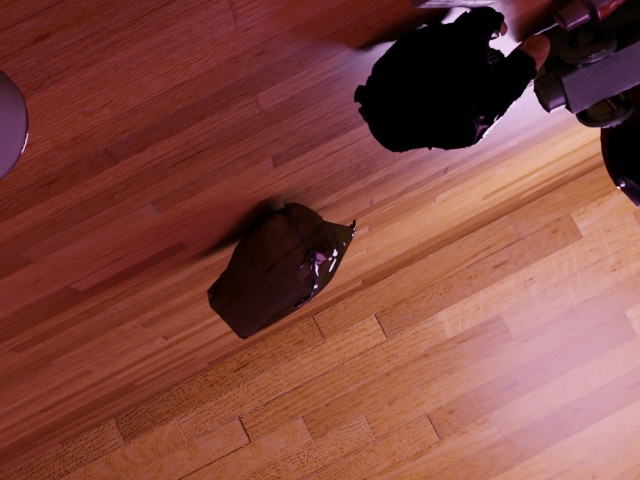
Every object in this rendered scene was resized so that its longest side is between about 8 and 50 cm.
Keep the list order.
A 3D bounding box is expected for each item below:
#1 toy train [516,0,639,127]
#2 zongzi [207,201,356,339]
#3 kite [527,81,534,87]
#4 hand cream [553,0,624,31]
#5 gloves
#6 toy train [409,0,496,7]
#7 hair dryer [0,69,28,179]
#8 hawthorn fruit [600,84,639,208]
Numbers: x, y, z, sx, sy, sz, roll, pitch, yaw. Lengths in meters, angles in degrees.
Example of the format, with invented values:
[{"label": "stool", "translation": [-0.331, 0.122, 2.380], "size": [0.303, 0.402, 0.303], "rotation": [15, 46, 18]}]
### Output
[{"label": "toy train", "translation": [0.323, -0.211, 1.416], "size": [0.253, 0.105, 0.157], "rotation": [-26, -149, 0]}, {"label": "zongzi", "translation": [0.000, 0.000, 1.710], "size": [0.256, 0.115, 0.228], "rotation": [-30, 170, -34]}, {"label": "kite", "translation": [0.315, -0.228, 1.646], "size": [0.198, 0.006, 0.244], "rotation": [-34, 169, 39]}, {"label": "hand cream", "translation": [0.323, -0.266, 1.352], "size": [0.216, 0.038, 0.052], "rotation": [-31, -160, -3]}, {"label": "gloves", "translation": [0.118, -0.156, 1.209], "size": [0.129, 0.106, 0.180], "rotation": [-33, -161, 42]}, {"label": "toy train", "translation": [0.131, -0.204, 1.020], "size": [0.052, 0.051, 0.234], "rotation": [-28, 173, 33]}, {"label": "hair dryer", "translation": [-0.284, -0.038, 0.716], "size": [0.236, 0.073, 0.131], "rotation": [-20, 173, 15]}, {"label": "hawthorn fruit", "translation": [0.533, -0.148, 1.940], "size": [0.316, 0.316, 0.316], "rotation": [-27, 172, -4]}]
